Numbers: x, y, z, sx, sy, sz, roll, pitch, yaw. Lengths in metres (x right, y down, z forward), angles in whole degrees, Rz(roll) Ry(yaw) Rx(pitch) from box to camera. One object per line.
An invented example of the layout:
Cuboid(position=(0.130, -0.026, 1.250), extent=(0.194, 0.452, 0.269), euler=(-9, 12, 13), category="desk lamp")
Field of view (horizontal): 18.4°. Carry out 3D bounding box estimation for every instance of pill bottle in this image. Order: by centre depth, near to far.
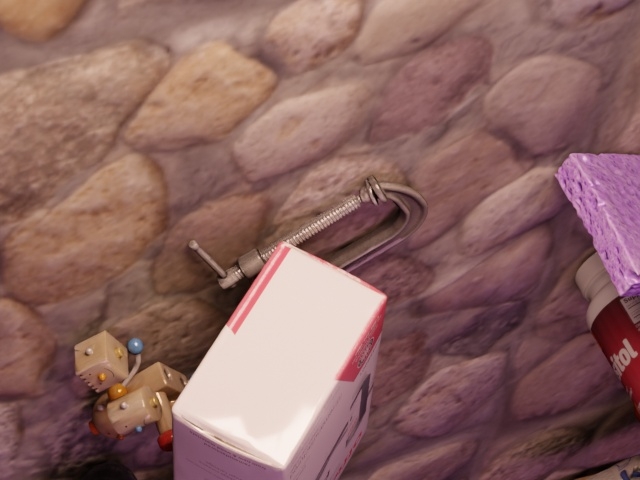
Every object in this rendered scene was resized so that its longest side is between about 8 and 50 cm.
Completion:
Cuboid(position=(0.271, 0.077, 1.612), extent=(0.086, 0.152, 0.086), euler=(-20, 149, -13), category="pill bottle")

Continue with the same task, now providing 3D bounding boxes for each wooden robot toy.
Cuboid(position=(-0.138, 0.128, 1.447), extent=(0.079, 0.076, 0.173), euler=(-25, 151, 17), category="wooden robot toy")

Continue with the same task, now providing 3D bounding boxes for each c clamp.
Cuboid(position=(0.000, 0.000, 1.406), extent=(0.161, 0.022, 0.137), euler=(-28, 150, 1), category="c clamp")

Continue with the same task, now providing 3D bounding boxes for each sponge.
Cuboid(position=(0.283, -0.014, 1.520), extent=(0.210, 0.117, 0.031), euler=(-1, 142, -38), category="sponge")

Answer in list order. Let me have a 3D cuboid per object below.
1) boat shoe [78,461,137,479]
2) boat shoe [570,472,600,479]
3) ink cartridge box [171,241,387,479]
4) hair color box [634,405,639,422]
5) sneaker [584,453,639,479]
Cuboid(position=(-0.194, 0.300, 1.622), extent=(0.113, 0.105, 0.306), euler=(7, 134, -1), category="boat shoe")
Cuboid(position=(0.220, 0.307, 1.976), extent=(0.285, 0.092, 0.103), euler=(-13, 147, -24), category="boat shoe")
Cuboid(position=(-0.032, 0.130, 1.409), extent=(0.158, 0.092, 0.218), euler=(-57, 168, -29), category="ink cartridge box")
Cuboid(position=(0.334, 0.138, 1.862), extent=(0.072, 0.043, 0.141), euler=(-25, 149, -2), category="hair color box")
Cuboid(position=(0.352, 0.207, 1.864), extent=(0.296, 0.112, 0.131), euler=(-18, 133, -16), category="sneaker")
